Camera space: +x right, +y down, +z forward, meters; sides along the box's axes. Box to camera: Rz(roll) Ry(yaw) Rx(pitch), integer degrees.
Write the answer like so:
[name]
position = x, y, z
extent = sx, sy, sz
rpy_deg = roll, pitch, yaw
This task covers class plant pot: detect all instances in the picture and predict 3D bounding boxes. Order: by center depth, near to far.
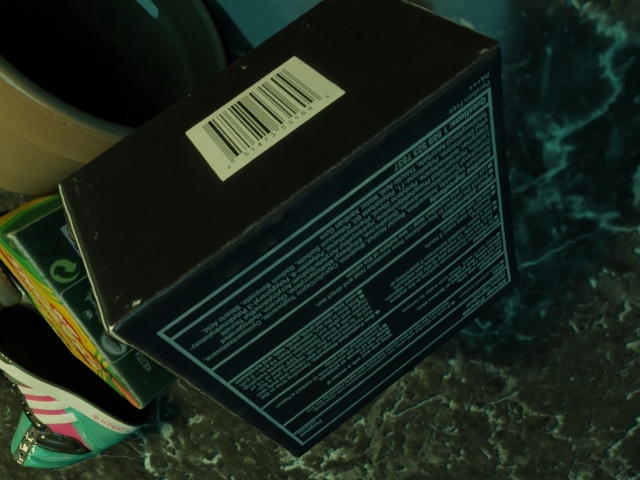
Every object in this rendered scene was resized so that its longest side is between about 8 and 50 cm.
[plant pot]
position = -0.261, -0.159, 0.513
extent = 0.229, 0.263, 0.263
rpy_deg = -27, 112, 38

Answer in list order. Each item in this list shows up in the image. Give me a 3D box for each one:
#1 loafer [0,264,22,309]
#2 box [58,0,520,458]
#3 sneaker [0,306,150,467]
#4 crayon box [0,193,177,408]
[loafer]
position = -0.458, 0.037, 0.646
extent = 0.251, 0.087, 0.094
rpy_deg = 15, 134, 44
[box]
position = 0.000, 0.000, 0.468
extent = 0.296, 0.183, 0.294
rpy_deg = -36, 138, -6
[sneaker]
position = -0.429, 0.235, 0.790
extent = 0.295, 0.124, 0.178
rpy_deg = 42, 105, -15
[crayon box]
position = -0.280, 0.053, 0.596
extent = 0.318, 0.081, 0.202
rpy_deg = 2, 126, 53
